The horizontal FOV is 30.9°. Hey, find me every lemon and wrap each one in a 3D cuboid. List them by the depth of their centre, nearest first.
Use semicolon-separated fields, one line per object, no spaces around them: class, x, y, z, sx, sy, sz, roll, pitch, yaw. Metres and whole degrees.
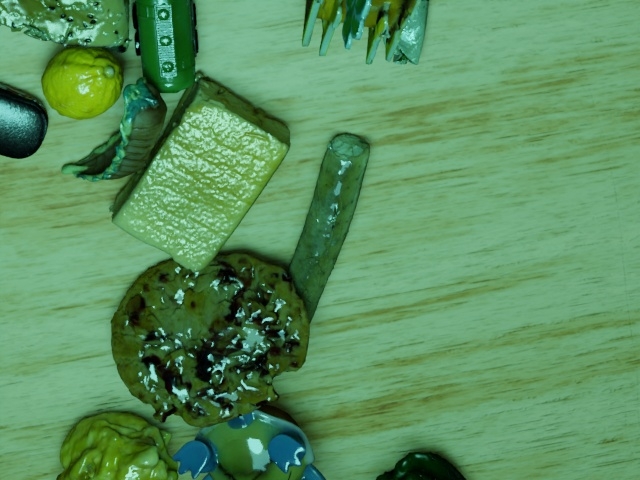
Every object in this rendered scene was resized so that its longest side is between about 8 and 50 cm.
lemon;-0.358;-0.241;1.751;0.114;0.114;0.155;44;146;-23

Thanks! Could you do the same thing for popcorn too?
popcorn;-0.363;0.398;2.038;0.253;0.191;0.190;-27;101;23

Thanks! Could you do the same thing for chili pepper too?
chili pepper;0.216;0.514;2.178;0.174;0.165;0.261;-43;116;2

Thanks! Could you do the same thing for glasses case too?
glasses case;-0.553;-0.208;1.782;0.267;0.067;0.103;21;111;-15

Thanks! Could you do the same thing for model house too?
model house;0.101;-0.379;1.609;0.242;0.357;0.312;6;113;-11

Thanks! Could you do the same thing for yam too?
yam;0.000;0.000;1.946;0.083;0.083;0.371;12;115;-12

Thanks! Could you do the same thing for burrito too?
burrito;0.128;-0.332;1.811;0.074;0.044;0.118;4;114;-1

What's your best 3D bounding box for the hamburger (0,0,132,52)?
hamburger;-0.396;-0.381;1.657;0.288;0.167;0.192;13;115;-13

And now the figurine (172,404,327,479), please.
figurine;-0.125;0.382;2.026;0.298;0.243;0.416;-12;117;4

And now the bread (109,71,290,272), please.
bread;-0.193;-0.104;1.853;0.185;0.114;0.274;31;108;-16

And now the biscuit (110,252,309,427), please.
biscuit;-0.186;0.159;1.914;0.334;0.081;0.289;-12;78;5

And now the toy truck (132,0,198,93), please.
toy truck;-0.233;-0.345;1.720;0.101;0.125;0.242;-3;115;-4

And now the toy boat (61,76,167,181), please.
toy boat;-0.308;-0.150;1.777;0.099;0.108;0.293;23;149;-21
